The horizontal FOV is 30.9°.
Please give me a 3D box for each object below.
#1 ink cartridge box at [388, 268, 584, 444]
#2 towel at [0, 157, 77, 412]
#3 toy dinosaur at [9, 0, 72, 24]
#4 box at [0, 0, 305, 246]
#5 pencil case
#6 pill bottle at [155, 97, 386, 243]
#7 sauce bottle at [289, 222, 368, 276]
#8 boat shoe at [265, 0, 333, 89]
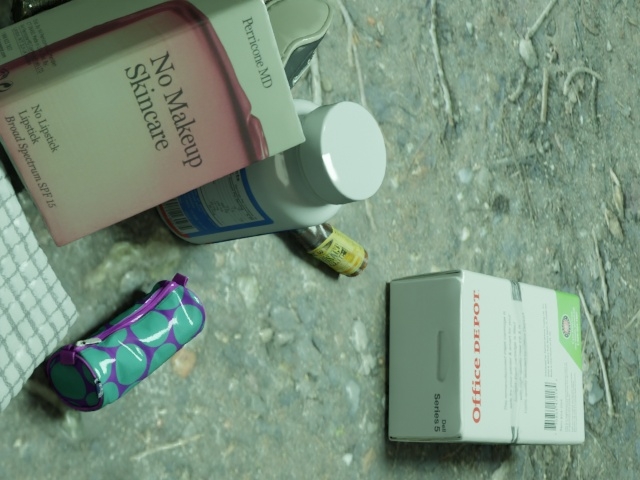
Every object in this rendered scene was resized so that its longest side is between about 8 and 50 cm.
[{"bbox_3d":[0.209,0.153,1.436,0.273,0.115,0.198,13,74,-46],"label":"ink cartridge box"},{"bbox_3d":[-0.326,0.020,0.851,0.235,0.121,0.283,-60,136,-45],"label":"towel"},{"bbox_3d":[-0.189,-0.255,1.017,0.160,0.121,0.313,0,119,-39],"label":"toy dinosaur"},{"bbox_3d":[-0.152,-0.123,0.967,0.232,0.127,0.148,-24,129,-8],"label":"box"},{"bbox_3d":[-0.174,0.093,1.060,0.152,0.065,0.070,-38,136,-45],"label":"pencil case"},{"bbox_3d":[-0.049,-0.068,1.107,0.124,0.222,0.124,10,76,-47],"label":"pill bottle"},{"bbox_3d":[0.000,0.000,1.287,0.128,0.042,0.042,31,62,-39],"label":"sauce bottle"},{"bbox_3d":[-0.049,-0.201,1.269,0.065,0.075,0.206,104,13,-46],"label":"boat shoe"}]
